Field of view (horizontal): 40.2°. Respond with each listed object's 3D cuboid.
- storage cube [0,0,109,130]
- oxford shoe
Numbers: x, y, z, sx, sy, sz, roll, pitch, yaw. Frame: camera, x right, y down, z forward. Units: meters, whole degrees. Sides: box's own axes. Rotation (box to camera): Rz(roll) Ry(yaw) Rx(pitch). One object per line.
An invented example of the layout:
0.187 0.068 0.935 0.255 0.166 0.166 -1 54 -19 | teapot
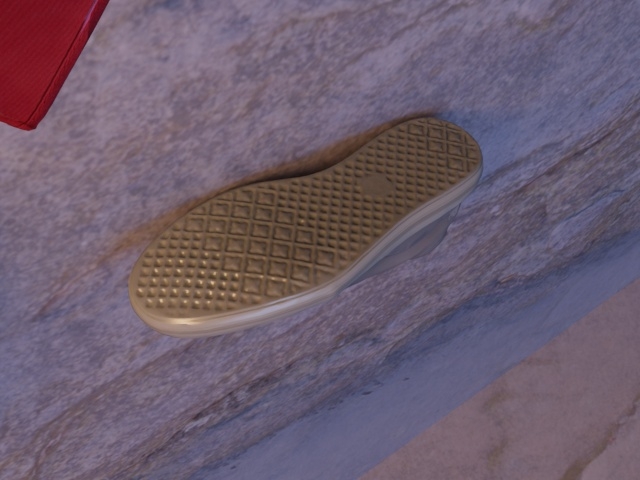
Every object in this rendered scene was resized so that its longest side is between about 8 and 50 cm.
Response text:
-0.175 -0.177 0.294 0.215 0.183 0.193 -58 149 8 | storage cube
0.000 0.000 0.971 0.449 0.169 0.130 -27 152 -29 | oxford shoe
